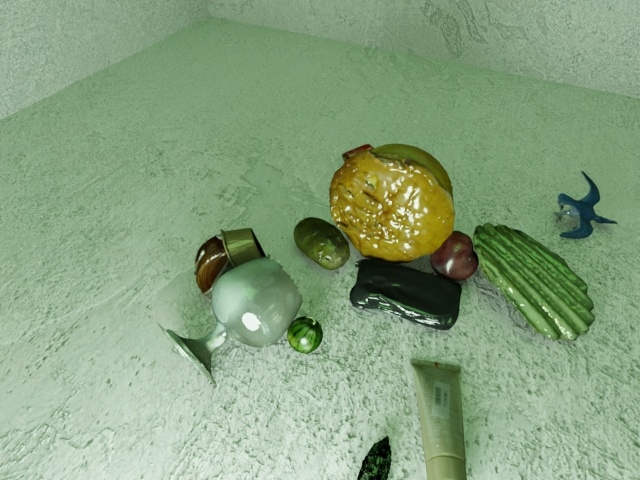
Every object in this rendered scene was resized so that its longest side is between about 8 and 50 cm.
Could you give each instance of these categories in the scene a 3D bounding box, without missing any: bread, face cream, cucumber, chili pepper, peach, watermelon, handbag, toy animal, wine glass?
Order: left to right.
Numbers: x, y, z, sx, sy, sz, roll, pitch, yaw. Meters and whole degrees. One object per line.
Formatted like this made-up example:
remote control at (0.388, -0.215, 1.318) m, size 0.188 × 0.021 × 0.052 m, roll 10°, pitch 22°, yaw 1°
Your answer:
bread at (-0.257, 0.079, 1.308) m, size 0.211 × 0.224 × 0.142 m, roll -24°, pitch 41°, yaw -5°
wine glass at (-0.215, 0.196, 1.163) m, size 0.238 × 0.238 × 0.323 m, roll 33°, pitch 59°, yaw 29°
watermelon at (-0.038, 0.250, 1.213) m, size 0.108 × 0.109 × 0.109 m, roll 1°, pitch 43°, yaw -1°
chili pepper at (0.189, -0.358, 1.877) m, size 0.192 × 0.084 × 0.086 m, roll -21°, pitch 64°, yaw -16°
cucumber at (0.096, 0.548, 0.931) m, size 0.072 × 0.072 × 0.300 m, roll 14°, pitch 45°, yaw 12°
bread at (0.225, -0.119, 1.400) m, size 0.397 × 0.399 × 0.215 m, roll 18°, pitch 36°, yaw 17°
handbag at (0.246, 0.154, 1.345) m, size 0.331 × 0.075 × 0.192 m, roll 13°, pitch 45°, yaw 13°
face cream at (0.286, 0.423, 1.071) m, size 0.137 × 0.084 × 0.341 m, roll 8°, pitch 36°, yaw 3°
peach at (0.421, 0.058, 1.411) m, size 0.151 × 0.152 × 0.152 m, roll 1°, pitch 43°, yaw -1°
toy animal at (0.929, -0.112, 1.592) m, size 0.176 × 0.239 × 0.255 m, roll 8°, pitch -8°, yaw 46°

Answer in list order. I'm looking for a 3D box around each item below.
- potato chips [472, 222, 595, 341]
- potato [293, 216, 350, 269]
potato chips at (0.648, 0.105, 1.378) m, size 0.358 × 0.070 × 0.429 m, roll -19°, pitch 59°, yaw -38°
potato at (0.000, 0.000, 1.471) m, size 0.149 × 0.113 × 0.251 m, roll -19°, pitch 47°, yaw -22°
